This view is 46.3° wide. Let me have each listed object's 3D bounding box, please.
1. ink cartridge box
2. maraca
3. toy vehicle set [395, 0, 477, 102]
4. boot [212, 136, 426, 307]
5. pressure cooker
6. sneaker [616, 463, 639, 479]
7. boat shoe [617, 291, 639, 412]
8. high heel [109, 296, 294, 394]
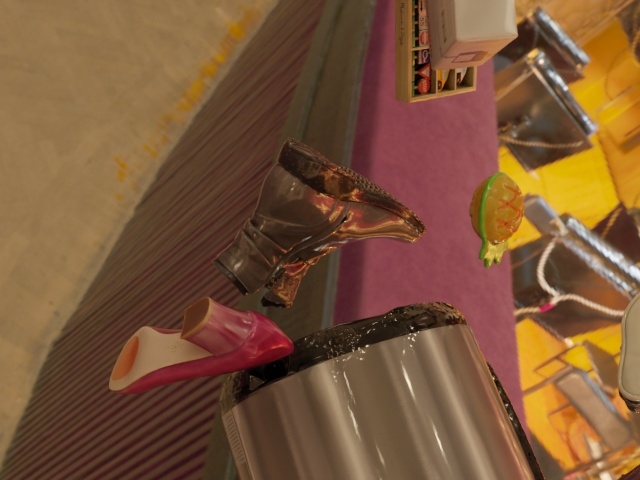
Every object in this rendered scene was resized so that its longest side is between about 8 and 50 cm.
[{"bbox_3d":[0.219,-0.354,1.123,0.212,0.093,0.154,-156,-119,-87],"label":"ink cartridge box"},{"bbox_3d":[0.338,-0.040,1.442,0.127,0.099,0.185,-12,109,-45],"label":"maraca"},{"bbox_3d":[0.203,-0.383,1.297,0.166,0.267,0.035,-17,27,-31],"label":"toy vehicle set"},{"bbox_3d":[0.000,0.000,1.105,0.338,0.222,0.118,23,12,-46],"label":"boot"},{"bbox_3d":[0.088,0.331,0.964,0.370,0.375,0.420,26,42,-64],"label":"pressure cooker"},{"bbox_3d":[0.217,0.125,0.380,0.286,0.130,0.109,-22,71,-16],"label":"sneaker"},{"bbox_3d":[0.631,0.211,1.452,0.079,0.095,0.254,64,38,-47],"label":"boat shoe"},{"bbox_3d":[-0.144,0.137,0.854,0.117,0.244,0.082,30,42,-29],"label":"high heel"}]
